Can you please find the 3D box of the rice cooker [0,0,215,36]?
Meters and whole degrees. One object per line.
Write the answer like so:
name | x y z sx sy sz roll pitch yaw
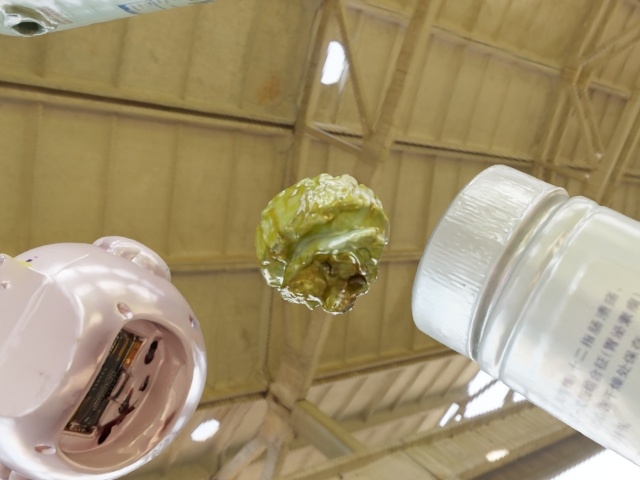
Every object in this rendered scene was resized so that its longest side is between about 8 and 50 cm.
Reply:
rice cooker | -0.110 -0.229 0.404 0.244 0.226 0.226 -7 -49 5

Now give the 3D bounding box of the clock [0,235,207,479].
clock | -0.309 0.189 1.097 0.368 0.251 0.376 -62 -27 -10

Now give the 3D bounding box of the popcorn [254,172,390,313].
popcorn | 0.000 0.000 1.193 0.204 0.183 0.221 17 -53 -24

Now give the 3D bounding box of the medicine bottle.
medicine bottle | 0.262 0.079 0.680 0.190 0.332 0.190 -43 -30 -32
